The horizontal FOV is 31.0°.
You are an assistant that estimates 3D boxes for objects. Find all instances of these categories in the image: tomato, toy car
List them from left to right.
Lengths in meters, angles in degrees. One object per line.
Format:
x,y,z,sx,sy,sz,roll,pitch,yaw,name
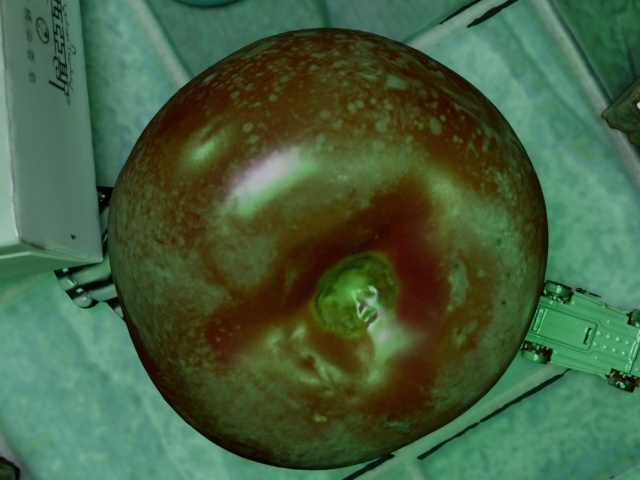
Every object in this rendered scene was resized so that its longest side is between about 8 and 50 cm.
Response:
0.000,0.000,0.726,0.270,0.223,0.270,-4,112,-10,tomato
0.192,0.067,0.818,0.121,0.035,0.059,18,92,-8,toy car

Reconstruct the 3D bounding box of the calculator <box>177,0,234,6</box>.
-0.099,-0.350,0.800,0.256,0.054,0.386,-34,95,2,calculator

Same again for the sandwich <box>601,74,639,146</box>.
0.288,-0.111,0.772,0.186,0.108,0.220,-8,94,0,sandwich

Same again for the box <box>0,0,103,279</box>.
-0.262,-0.107,0.734,0.203,0.116,0.274,-10,80,15,box

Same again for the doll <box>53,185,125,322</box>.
-0.176,-0.024,0.805,0.091,0.067,0.219,-42,89,14,doll

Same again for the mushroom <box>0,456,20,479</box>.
-0.354,0.196,0.768,0.267,0.164,0.190,25,91,0,mushroom
